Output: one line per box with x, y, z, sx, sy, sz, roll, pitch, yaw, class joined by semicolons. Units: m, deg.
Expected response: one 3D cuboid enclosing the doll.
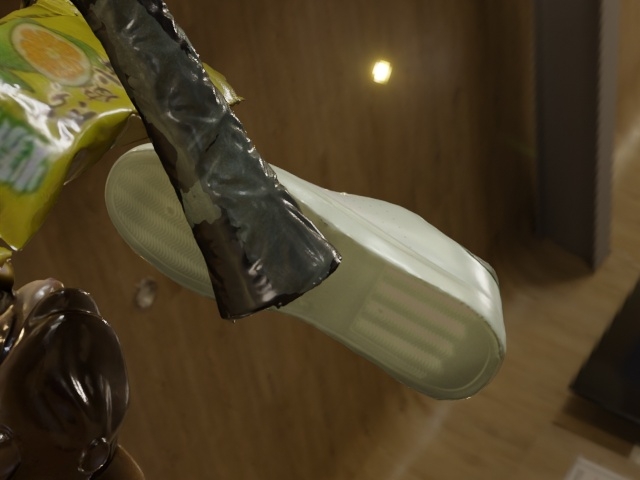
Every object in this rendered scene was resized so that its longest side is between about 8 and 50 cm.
-0.303;0.134;1.015;0.317;0.339;0.209;24;-113;-38;doll

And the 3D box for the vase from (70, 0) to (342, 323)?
-0.055;-0.050;0.488;0.059;0.059;0.167;-38;-77;-45;vase

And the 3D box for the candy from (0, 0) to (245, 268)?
-0.194;-0.090;0.753;0.297;0.187;0.081;-47;-14;-47;candy

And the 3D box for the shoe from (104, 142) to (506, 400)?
0.000;0.000;1.014;0.132;0.362;0.160;-65;-4;25;shoe
